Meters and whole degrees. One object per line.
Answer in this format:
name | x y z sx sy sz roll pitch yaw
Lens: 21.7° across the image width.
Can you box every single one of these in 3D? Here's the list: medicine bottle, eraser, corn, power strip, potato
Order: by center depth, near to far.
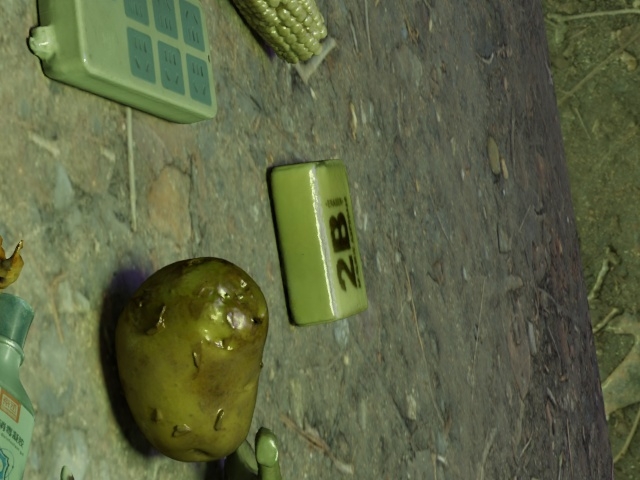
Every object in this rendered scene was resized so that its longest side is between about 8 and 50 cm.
medicine bottle | -0.236 0.130 1.143 0.090 0.053 0.208 48 36 -39
potato | -0.108 0.097 1.397 0.137 0.137 0.176 -17 119 -68
power strip | -0.166 -0.177 1.450 0.270 0.046 0.118 15 69 -66
corn | -0.059 -0.270 1.713 0.211 0.087 0.087 57 32 -54
eraser | 0.000 0.000 1.785 0.117 0.058 0.172 -12 94 -69

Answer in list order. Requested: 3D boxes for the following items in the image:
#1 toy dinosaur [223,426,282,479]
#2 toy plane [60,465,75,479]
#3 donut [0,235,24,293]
toy dinosaur | -0.072 0.277 1.481 0.162 0.077 0.294 21 76 -87
toy plane | -0.156 0.272 1.110 0.160 0.082 0.234 1 63 -56
donut | -0.284 -0.020 1.001 0.253 0.118 0.254 -5 90 -68
